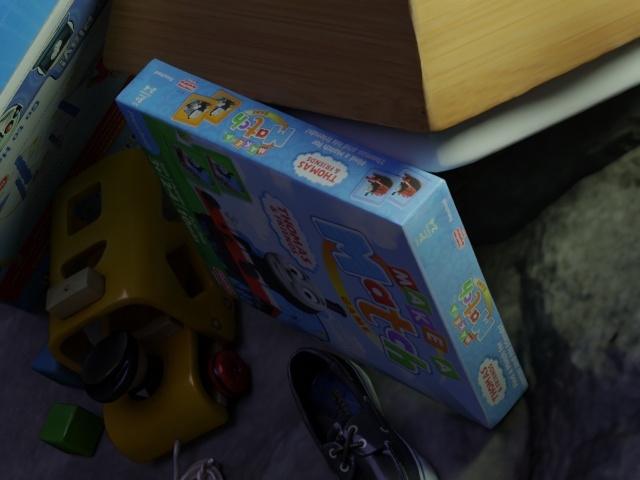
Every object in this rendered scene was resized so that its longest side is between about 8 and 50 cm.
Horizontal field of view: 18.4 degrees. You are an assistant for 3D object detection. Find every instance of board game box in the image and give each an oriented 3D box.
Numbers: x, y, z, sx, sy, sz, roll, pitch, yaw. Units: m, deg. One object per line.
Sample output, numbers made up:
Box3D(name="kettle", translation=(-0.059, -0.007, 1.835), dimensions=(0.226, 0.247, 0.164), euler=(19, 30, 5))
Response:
Box3D(name="board game box", translation=(-0.169, -0.117, 1.222), dimensions=(0.086, 0.302, 0.308), euler=(31, 87, 8))
Box3D(name="board game box", translation=(0.000, 0.000, 1.033), dimensions=(0.211, 0.160, 0.039), euler=(24, 62, 40))

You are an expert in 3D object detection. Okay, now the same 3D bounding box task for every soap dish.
Box3D(name="soap dish", translation=(0.045, -0.140, 1.066), dimensions=(0.229, 0.118, 0.291), euler=(-26, 25, -31))

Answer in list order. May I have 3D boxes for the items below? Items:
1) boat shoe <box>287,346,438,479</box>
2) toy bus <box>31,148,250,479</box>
Box3D(name="boat shoe", translation=(0.018, 0.109, 1.062), dimensions=(0.049, 0.040, 0.142), euler=(-47, 40, 12))
Box3D(name="toy bus", translation=(-0.114, 0.045, 1.193), dimensions=(0.202, 0.104, 0.191), euler=(22, 81, 51))
